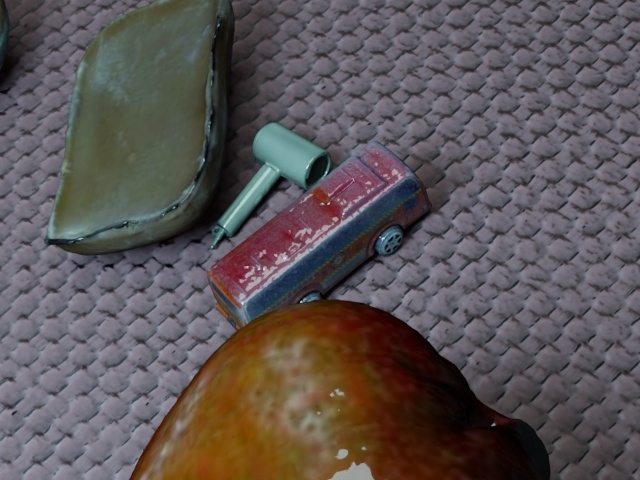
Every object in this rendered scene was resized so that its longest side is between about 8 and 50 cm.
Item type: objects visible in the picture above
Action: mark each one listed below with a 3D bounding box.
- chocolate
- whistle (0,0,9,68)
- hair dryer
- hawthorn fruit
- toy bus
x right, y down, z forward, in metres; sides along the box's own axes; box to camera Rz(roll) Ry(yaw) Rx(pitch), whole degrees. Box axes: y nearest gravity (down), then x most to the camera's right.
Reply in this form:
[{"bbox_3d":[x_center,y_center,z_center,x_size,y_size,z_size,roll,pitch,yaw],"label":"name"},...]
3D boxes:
[{"bbox_3d":[-0.137,-0.092,1.426,0.161,0.083,0.261,-13,51,26],"label":"chocolate"},{"bbox_3d":[-0.366,-0.221,1.552,0.189,0.189,0.348,-11,32,6],"label":"whistle"},{"bbox_3d":[-0.051,-0.039,1.399,0.063,0.038,0.124,30,72,29],"label":"hair dryer"},{"bbox_3d":[0.007,0.189,1.087,0.311,0.295,0.295,-16,49,32],"label":"hawthorn fruit"},{"bbox_3d":[0.000,0.000,1.330,0.192,0.077,0.065,-39,59,-13],"label":"toy bus"}]
